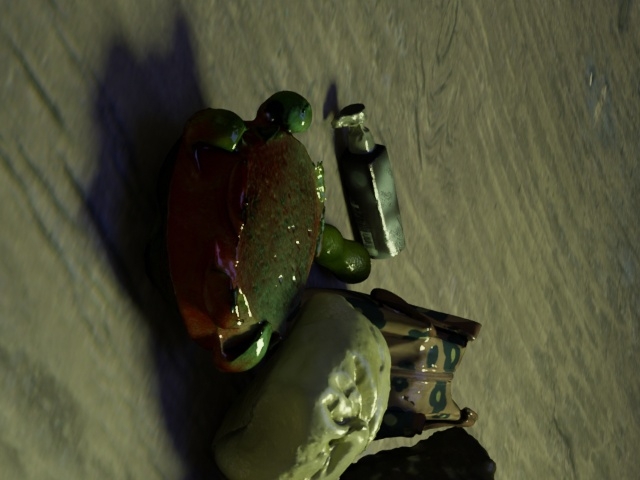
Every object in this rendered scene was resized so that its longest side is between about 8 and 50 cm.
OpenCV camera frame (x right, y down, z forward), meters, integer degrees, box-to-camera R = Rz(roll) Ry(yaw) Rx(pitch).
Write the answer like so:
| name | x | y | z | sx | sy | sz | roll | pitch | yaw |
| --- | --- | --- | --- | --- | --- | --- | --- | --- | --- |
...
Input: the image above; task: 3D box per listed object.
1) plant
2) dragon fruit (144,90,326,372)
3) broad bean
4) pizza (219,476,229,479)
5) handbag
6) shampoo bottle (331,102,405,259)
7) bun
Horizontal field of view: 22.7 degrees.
| name | x | y | z | sx | sy | sz | roll | pitch | yaw |
| --- | --- | --- | --- | --- | --- | --- | --- | --- | --- |
| plant | 0.068 | 0.354 | 1.757 | 0.213 | 0.312 | 0.215 | 57 | -14 | 24 |
| dragon fruit | -0.086 | -0.015 | 1.624 | 0.268 | 0.130 | 0.295 | 50 | 48 | -55 |
| broad bean | 0.000 | 0.000 | 1.904 | 0.052 | 0.053 | 0.256 | -47 | 150 | 4 |
| pizza | -0.136 | 0.368 | 1.637 | 0.134 | 0.056 | 0.271 | 45 | 53 | -60 |
| handbag | 0.075 | 0.152 | 1.908 | 0.251 | 0.193 | 0.190 | 7 | 89 | -64 |
| shampoo bottle | 0.059 | -0.075 | 2.017 | 0.063 | 0.057 | 0.208 | -47 | 132 | -44 |
| bun | -0.010 | 0.177 | 1.701 | 0.229 | 0.145 | 0.229 | -57 | 180 | 0 |
